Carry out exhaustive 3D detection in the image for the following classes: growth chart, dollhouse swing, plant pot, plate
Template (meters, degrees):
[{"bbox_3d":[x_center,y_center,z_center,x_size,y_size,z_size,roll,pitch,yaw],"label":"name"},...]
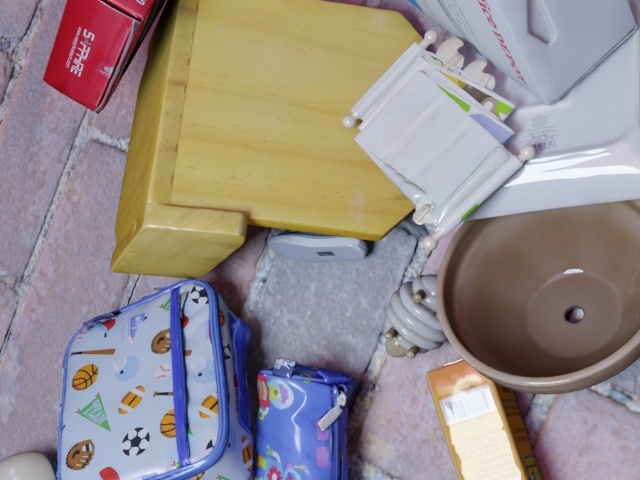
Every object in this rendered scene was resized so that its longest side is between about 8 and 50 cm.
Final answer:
[{"bbox_3d":[0.124,-0.121,0.987,0.172,0.021,0.237,-39,51,9],"label":"growth chart"},{"bbox_3d":[-0.071,-0.129,1.178,0.315,0.305,0.346,145,133,-63],"label":"dollhouse swing"},{"bbox_3d":[0.249,0.057,0.943,0.237,0.110,0.237,-17,52,24],"label":"plant pot"},{"bbox_3d":[0.243,-0.159,0.984,0.277,0.045,0.278,-7,59,29],"label":"plate"}]

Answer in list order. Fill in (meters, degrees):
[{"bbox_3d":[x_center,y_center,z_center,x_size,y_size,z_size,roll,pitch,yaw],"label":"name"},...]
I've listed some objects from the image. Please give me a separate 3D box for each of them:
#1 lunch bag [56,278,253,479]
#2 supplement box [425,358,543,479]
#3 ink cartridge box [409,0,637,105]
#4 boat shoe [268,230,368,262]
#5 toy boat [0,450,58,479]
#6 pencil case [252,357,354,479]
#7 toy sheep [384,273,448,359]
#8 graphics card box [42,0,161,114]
[{"bbox_3d":[-0.199,0.191,1.135,0.243,0.115,0.303,-22,46,12],"label":"lunch bag"},{"bbox_3d":[0.191,0.242,0.989,0.080,0.078,0.233,-22,73,23],"label":"supplement box"},{"bbox_3d":[0.158,-0.312,0.955,0.129,0.223,0.307,-42,48,3],"label":"ink cartridge box"},{"bbox_3d":[0.000,0.000,1.159,0.142,0.049,0.040,2,58,31],"label":"boat shoe"},{"bbox_3d":[-0.354,0.412,1.259,0.318,0.148,0.267,-25,66,33],"label":"toy boat"},{"bbox_3d":[-0.018,0.292,1.077,0.133,0.119,0.306,-6,80,52],"label":"pencil case"},{"bbox_3d":[0.118,0.083,1.048,0.132,0.091,0.091,-51,62,22],"label":"toy sheep"},{"bbox_3d":[-0.216,-0.367,1.159,0.233,0.094,0.370,-39,25,59],"label":"graphics card box"}]
